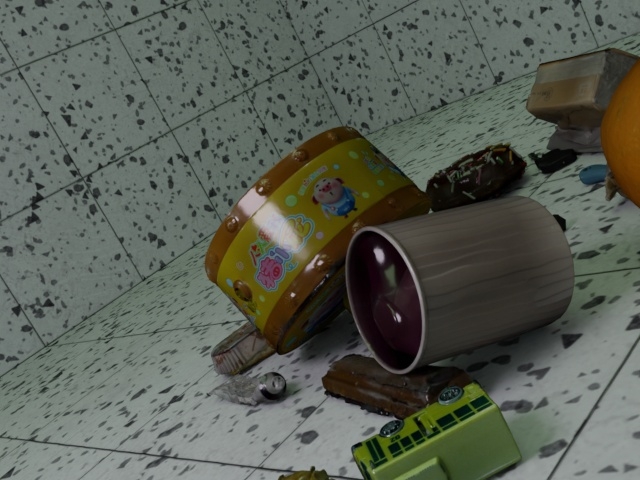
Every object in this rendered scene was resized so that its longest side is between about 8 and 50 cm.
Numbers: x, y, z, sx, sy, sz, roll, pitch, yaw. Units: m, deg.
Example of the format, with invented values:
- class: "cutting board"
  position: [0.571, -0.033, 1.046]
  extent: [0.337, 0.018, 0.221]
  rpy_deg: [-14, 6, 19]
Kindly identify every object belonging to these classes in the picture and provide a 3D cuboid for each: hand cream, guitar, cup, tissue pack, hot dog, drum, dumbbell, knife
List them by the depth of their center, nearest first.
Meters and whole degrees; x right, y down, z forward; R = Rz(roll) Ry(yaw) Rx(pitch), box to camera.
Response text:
- class: "cup"
  position: [0.186, 0.075, 1.123]
  extent: [0.273, 0.208, 0.288]
  rpy_deg: [-14, -31, -22]
- class: "hand cream"
  position: [-0.127, 0.272, 1.433]
  extent: [0.084, 0.050, 0.257]
  rpy_deg: [-33, 7, -32]
- class: "drum"
  position: [0.000, 0.000, 1.476]
  extent: [0.431, 0.214, 0.431]
  rpy_deg: [-43, -13, -13]
- class: "dumbbell"
  position: [0.434, -0.031, 1.476]
  extent: [0.036, 0.040, 0.083]
  rpy_deg: [-63, 19, -5]
- class: "knife"
  position: [0.611, -0.129, 1.536]
  extent: [0.058, 0.032, 0.244]
  rpy_deg: [-30, 16, -18]
- class: "hot dog"
  position: [-0.120, 0.198, 1.656]
  extent: [0.268, 0.075, 0.144]
  rpy_deg: [-36, 10, -19]
- class: "tissue pack"
  position: [0.659, -0.316, 1.849]
  extent: [0.238, 0.239, 0.305]
  rpy_deg: [-30, 13, -10]
- class: "guitar"
  position: [0.565, -0.207, 1.932]
  extent: [0.088, 0.025, 0.233]
  rpy_deg: [-29, 13, 2]

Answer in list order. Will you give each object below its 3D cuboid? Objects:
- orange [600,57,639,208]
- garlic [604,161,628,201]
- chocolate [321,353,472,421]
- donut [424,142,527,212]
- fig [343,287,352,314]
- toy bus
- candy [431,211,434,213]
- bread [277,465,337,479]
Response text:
- class: "orange"
  position: [0.569, -0.162, 1.108]
  extent: [0.312, 0.312, 0.312]
  rpy_deg: [-26, 12, 6]
- class: "garlic"
  position: [0.603, -0.132, 1.371]
  extent: [0.194, 0.127, 0.131]
  rpy_deg: [8, 29, 36]
- class: "chocolate"
  position: [0.101, 0.210, 1.152]
  extent: [0.102, 0.065, 0.329]
  rpy_deg: [-34, 12, -24]
- class: "donut"
  position: [0.381, -0.156, 1.920]
  extent: [0.269, 0.103, 0.270]
  rpy_deg: [-28, 9, 5]
- class: "fig"
  position: [0.124, 0.097, 1.356]
  extent: [0.144, 0.154, 0.166]
  rpy_deg: [-77, 12, -53]
- class: "toy bus"
  position: [0.132, 0.245, 0.888]
  extent: [0.175, 0.088, 0.101]
  rpy_deg: [-27, 14, -4]
- class: "candy"
  position: [0.197, 0.014, 1.711]
  extent: [0.149, 0.069, 0.246]
  rpy_deg: [-30, 12, 16]
- class: "bread"
  position: [-0.027, 0.347, 0.816]
  extent: [0.098, 0.087, 0.269]
  rpy_deg: [-25, 12, 11]
